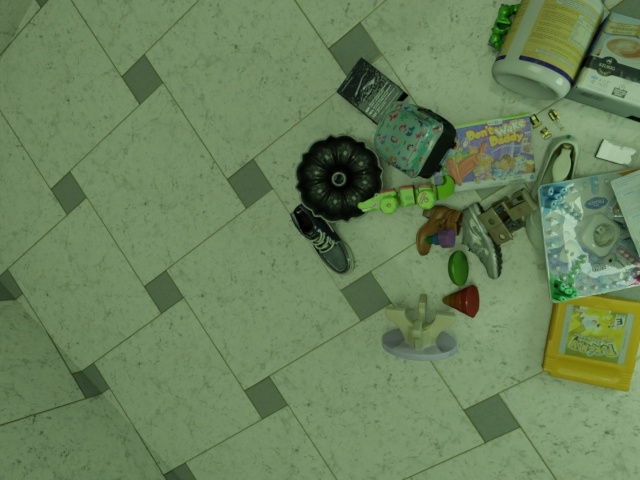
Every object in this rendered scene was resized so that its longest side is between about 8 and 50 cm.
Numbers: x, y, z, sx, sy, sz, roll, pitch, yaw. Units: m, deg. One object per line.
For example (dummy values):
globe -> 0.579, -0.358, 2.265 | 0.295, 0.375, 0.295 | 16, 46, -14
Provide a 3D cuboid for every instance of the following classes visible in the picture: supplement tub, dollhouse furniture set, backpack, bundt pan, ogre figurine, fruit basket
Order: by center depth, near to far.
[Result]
supplement tub -> 0.697, -0.624, 1.504 | 0.241, 0.241, 0.331 | 25, 98, 13
fruit basket -> 1.096, -0.071, 1.534 | 0.327, 0.165, 0.352 | -21, 82, -5
ogre figurine -> 0.634, -0.706, 1.642 | 0.118, 0.097, 0.197 | 18, 115, 2
dollhouse furniture set -> 0.663, -0.091, 1.669 | 0.129, 0.129, 0.184 | 57, 138, 2
backpack -> 0.300, -0.353, 1.692 | 0.253, 0.191, 0.225 | 50, 125, 38
bundt pan -> 0.071, -0.234, 1.853 | 0.331, 0.124, 0.330 | 1, 101, 4

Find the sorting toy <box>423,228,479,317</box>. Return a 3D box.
sorting toy -> 0.462, 0.122, 1.790 | 0.126, 0.127, 0.365 | -5, 120, 41

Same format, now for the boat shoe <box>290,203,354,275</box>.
boat shoe -> 0.000, 0.000, 1.915 | 0.127, 0.158, 0.340 | -36, 86, 19

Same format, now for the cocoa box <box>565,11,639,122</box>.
cocoa box -> 0.969, -0.502, 1.493 | 0.347, 0.231, 0.227 | 24, 104, 12

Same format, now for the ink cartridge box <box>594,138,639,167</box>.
ink cartridge box -> 0.979, -0.288, 1.631 | 0.115, 0.029, 0.062 | 21, 104, 12

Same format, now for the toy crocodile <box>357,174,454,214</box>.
toy crocodile -> 0.297, -0.153, 1.732 | 0.341, 0.115, 0.105 | -8, 94, 12

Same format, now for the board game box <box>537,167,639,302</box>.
board game box -> 0.914, -0.017, 1.596 | 0.390, 0.050, 0.389 | -10, 97, -7

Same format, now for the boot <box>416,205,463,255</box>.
boot -> 0.432, -0.028, 1.790 | 0.152, 0.073, 0.197 | 14, 100, 43

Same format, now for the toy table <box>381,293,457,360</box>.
toy table -> 0.362, 0.328, 1.822 | 0.275, 0.252, 0.160 | -2, 114, 7

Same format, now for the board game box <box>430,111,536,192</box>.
board game box -> 0.557, -0.298, 1.736 | 0.347, 0.078, 0.233 | -7, 96, 18

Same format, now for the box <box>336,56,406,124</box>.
box -> 0.189, -0.537, 1.799 | 0.207, 0.108, 0.153 | 42, 108, 8

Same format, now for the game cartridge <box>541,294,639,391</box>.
game cartridge -> 0.951, 0.346, 1.727 | 0.286, 0.053, 0.323 | 8, 100, 16

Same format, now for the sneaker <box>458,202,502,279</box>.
sneaker -> 0.570, 0.009, 1.782 | 0.115, 0.105, 0.281 | -22, 82, 31

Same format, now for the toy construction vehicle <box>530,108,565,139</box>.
toy construction vehicle -> 0.769, -0.399, 1.676 | 0.086, 0.035, 0.098 | -30, 89, 19

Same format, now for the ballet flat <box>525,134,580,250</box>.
ballet flat -> 0.778, -0.157, 1.660 | 0.139, 0.139, 0.400 | 13, 102, 15
